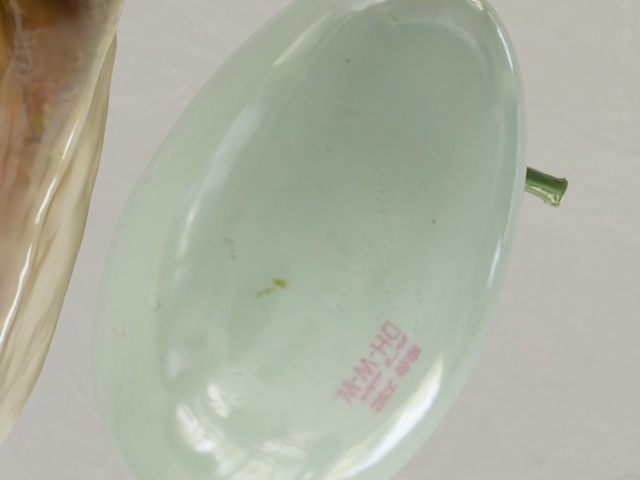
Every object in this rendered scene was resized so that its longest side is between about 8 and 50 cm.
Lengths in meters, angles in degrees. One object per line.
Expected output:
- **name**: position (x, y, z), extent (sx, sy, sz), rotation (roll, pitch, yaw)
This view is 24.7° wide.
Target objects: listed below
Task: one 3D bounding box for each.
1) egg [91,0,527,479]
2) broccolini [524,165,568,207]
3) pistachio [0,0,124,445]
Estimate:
- **egg**: position (0.000, 0.000, 0.881), extent (0.230, 0.230, 0.371), rotation (29, -101, -20)
- **broccolini**: position (0.062, -0.056, 1.058), extent (0.239, 0.051, 0.054), rotation (10, -82, -7)
- **pistachio**: position (-0.148, 0.008, 0.387), extent (0.187, 0.299, 0.187), rotation (22, -148, -15)
